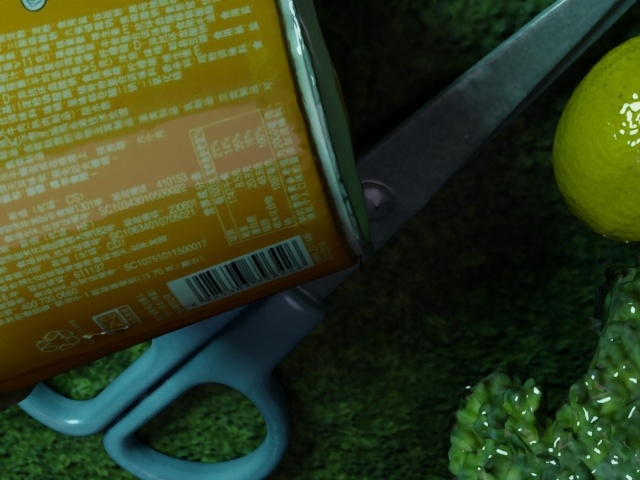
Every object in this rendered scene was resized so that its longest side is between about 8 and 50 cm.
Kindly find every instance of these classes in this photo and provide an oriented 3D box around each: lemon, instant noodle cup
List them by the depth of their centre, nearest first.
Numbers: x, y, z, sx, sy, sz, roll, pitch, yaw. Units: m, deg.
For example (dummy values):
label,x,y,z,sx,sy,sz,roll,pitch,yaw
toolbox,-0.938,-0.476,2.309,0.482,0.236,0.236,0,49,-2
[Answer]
label,x,y,z,sx,sy,sz,roll,pitch,yaw
instant noodle cup,-0.080,-0.052,0.495,0.172,0.216,0.216,-14,125,6
lemon,0.152,-0.049,0.536,0.082,0.082,0.111,21,127,-9

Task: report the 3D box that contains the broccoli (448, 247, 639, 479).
label,x,y,z,sx,sy,sz,roll,pitch,yaw
broccoli,0.202,0.131,0.569,0.288,0.235,0.260,4,129,-1

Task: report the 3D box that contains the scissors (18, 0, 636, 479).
label,x,y,z,sx,sy,sz,roll,pitch,yaw
scissors,0.000,0.000,0.623,0.192,0.029,0.447,37,123,-20
